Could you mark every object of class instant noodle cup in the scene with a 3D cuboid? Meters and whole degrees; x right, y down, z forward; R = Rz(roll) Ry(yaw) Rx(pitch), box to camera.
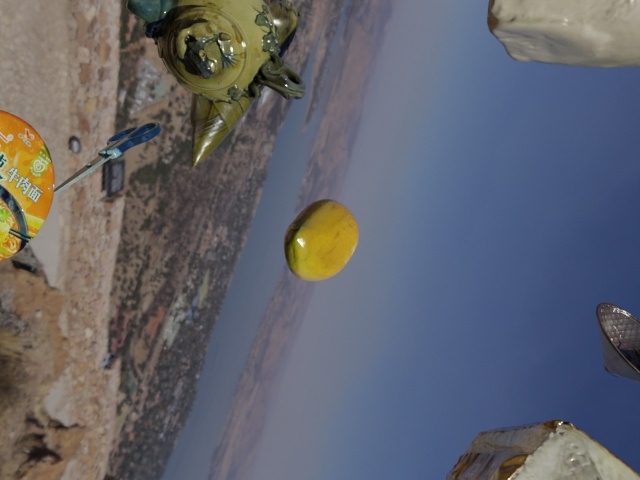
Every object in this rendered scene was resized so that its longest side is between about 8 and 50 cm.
[{"bbox_3d":[-0.563,-0.093,0.822,0.230,0.183,0.230,11,90,-74],"label":"instant noodle cup"}]

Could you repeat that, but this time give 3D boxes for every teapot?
[{"bbox_3d":[-0.140,-0.270,0.765,0.173,0.270,0.182,-54,-166,28],"label":"teapot"}]

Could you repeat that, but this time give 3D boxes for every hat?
[{"bbox_3d":[0.539,0.209,0.959,0.082,0.193,0.193,-55,-170,34],"label":"hat"}]

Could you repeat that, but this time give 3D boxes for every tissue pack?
[{"bbox_3d":[0.211,0.236,0.444,0.092,0.183,0.226,-44,163,-16],"label":"tissue pack"}]

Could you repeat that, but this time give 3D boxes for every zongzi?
[{"bbox_3d":[-0.168,-0.310,1.067,0.286,0.138,0.299,-24,-131,50],"label":"zongzi"}]

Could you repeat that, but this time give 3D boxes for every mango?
[{"bbox_3d":[0.000,0.000,1.136,0.317,0.119,0.176,-16,124,-71],"label":"mango"}]

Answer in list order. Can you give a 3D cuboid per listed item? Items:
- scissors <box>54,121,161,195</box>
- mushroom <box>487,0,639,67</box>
[{"bbox_3d":[-0.639,-0.232,1.561,0.447,0.193,0.029,-58,136,-46],"label":"scissors"},{"bbox_3d":[0.281,-0.190,0.352,0.128,0.350,0.128,-12,90,-81],"label":"mushroom"}]
